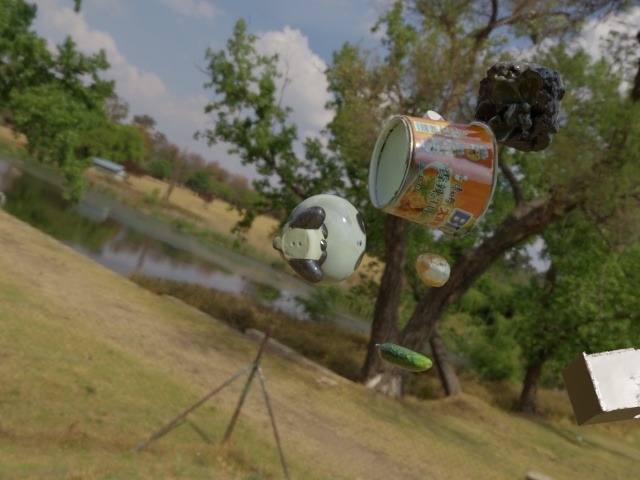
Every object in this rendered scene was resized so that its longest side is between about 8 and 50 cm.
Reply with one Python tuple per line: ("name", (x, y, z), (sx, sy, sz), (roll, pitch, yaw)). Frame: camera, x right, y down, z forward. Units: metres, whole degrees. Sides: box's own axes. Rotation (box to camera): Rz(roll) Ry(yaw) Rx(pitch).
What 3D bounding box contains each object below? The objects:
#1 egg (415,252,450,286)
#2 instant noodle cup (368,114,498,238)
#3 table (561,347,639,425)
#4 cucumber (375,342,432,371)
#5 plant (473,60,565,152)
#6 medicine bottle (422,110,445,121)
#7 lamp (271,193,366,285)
("egg", (0.257, 0.065, 1.549), (0.083, 0.071, 0.071), (33, -2, -5))
("instant noodle cup", (0.254, -0.166, 1.603), (0.213, 0.297, 0.296), (11, 2, -18))
("table", (0.814, 0.404, 1.881), (0.193, 0.173, 0.169), (-6, -28, -6))
("cucumber", (0.204, 0.302, 1.745), (0.056, 0.056, 0.250), (21, -8, -24))
("plant", (0.493, -0.333, 1.674), (0.213, 0.215, 0.312), (11, 18, 9))
("medicine bottle", (0.254, -0.250, 1.918), (0.095, 0.260, 0.095), (27, 33, -19))
("lamp", (0.000, 0.000, 1.417), (0.197, 0.198, 0.244), (21, 10, 15))
